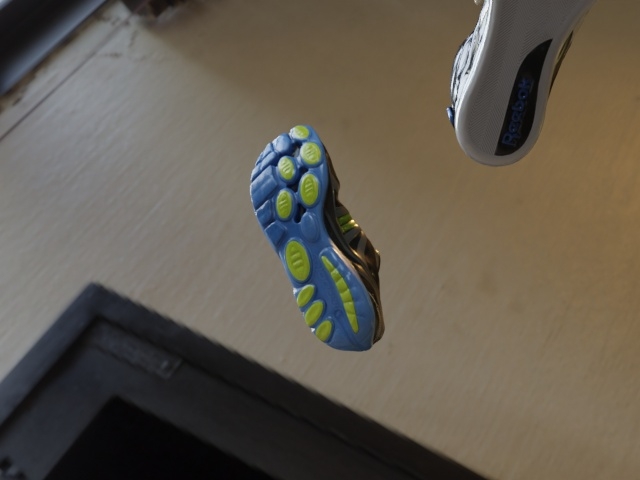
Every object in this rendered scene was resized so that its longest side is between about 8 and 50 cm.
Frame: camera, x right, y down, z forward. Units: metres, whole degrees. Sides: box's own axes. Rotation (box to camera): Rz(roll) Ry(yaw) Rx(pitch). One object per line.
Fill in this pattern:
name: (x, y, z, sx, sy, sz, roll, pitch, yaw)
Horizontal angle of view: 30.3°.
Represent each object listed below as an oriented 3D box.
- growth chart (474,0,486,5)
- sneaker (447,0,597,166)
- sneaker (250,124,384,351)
growth chart: (0.190, -0.352, 1.347, 0.021, 0.172, 0.237, -6, -2, -1)
sneaker: (0.141, -0.165, 0.833, 0.079, 0.121, 0.217, 21, -78, -7)
sneaker: (0.000, 0.000, 0.898, 0.067, 0.188, 0.078, -26, -21, 14)
